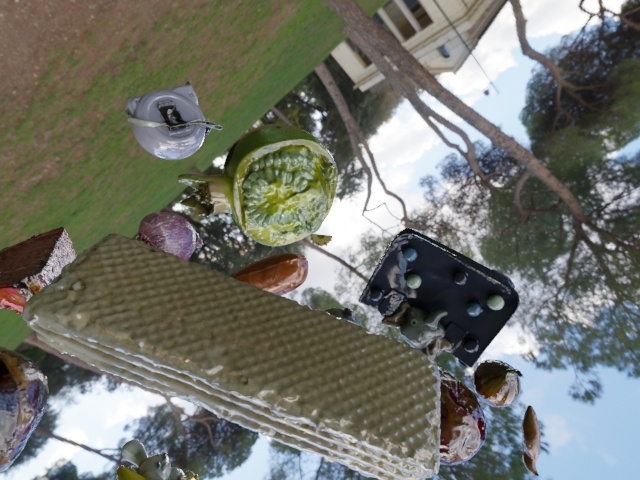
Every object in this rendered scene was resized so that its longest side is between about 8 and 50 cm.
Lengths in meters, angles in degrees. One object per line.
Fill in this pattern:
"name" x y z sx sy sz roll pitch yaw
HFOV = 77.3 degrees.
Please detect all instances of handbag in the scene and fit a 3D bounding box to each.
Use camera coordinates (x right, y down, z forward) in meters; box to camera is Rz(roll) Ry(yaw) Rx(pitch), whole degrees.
"handbag" 0.274 0.151 0.974 0.269 0.326 0.118 -64 170 17

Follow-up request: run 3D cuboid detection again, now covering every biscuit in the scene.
"biscuit" -0.080 0.120 0.432 0.144 0.427 0.078 -66 176 -53

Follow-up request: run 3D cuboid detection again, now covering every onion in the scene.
"onion" -0.636 0.000 1.802 0.159 0.266 0.349 0 -174 38

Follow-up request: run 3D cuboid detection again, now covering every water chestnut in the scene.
"water chestnut" -0.748 0.371 0.892 0.300 0.300 0.300 -39 -158 19

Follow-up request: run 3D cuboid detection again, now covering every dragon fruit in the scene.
"dragon fruit" -0.614 0.084 0.861 0.163 0.189 0.261 -43 -151 1

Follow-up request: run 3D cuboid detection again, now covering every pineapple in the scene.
"pineapple" 0.000 0.000 1.378 0.019 0.084 0.045 77 19 -71

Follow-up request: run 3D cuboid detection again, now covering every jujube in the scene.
"jujube" 0.350 0.549 1.323 0.276 0.276 0.377 -50 -161 -9

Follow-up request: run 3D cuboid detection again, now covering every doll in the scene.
"doll" -0.431 0.639 1.070 0.110 0.238 0.252 -65 -164 -8

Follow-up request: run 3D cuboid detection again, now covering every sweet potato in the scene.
"sweet potato" 0.635 0.603 1.208 0.055 0.058 0.202 1 -89 58

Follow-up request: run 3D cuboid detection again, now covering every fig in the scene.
"fig" 0.582 0.455 1.325 0.150 0.201 0.148 5 -151 25

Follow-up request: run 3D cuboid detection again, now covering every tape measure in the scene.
"tape measure" -0.373 -0.298 1.012 0.196 0.178 0.105 -36 -175 -36

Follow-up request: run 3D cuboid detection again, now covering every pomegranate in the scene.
"pomegranate" -0.121 -0.115 0.847 0.260 0.341 0.260 177 -90 -69

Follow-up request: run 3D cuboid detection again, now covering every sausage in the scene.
"sausage" -0.155 0.111 1.173 0.259 0.133 0.133 -19 -151 17

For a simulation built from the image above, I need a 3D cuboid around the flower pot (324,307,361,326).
"flower pot" 0.093 0.487 1.856 0.299 0.299 0.282 -37 -164 23
